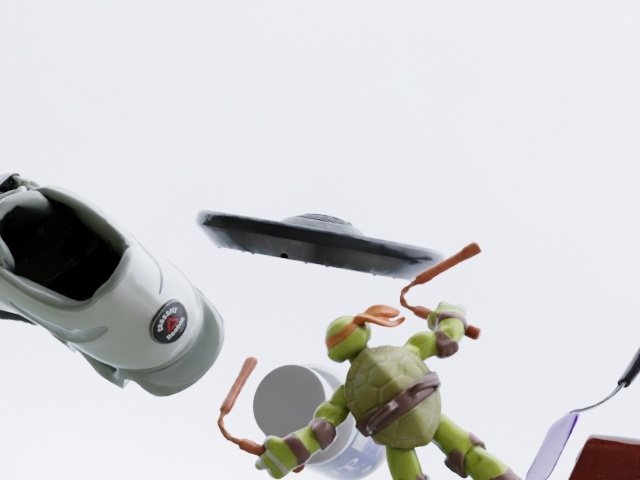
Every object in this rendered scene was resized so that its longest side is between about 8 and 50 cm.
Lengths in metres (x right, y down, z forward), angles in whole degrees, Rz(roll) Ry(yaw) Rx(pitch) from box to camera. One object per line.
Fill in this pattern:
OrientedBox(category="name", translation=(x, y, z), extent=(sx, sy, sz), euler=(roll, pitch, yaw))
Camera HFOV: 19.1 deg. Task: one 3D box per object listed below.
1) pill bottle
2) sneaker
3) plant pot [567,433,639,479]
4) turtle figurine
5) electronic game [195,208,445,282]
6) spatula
OrientedBox(category="pill bottle", translation=(0.000, 0.193, 2.045), extent=(0.112, 0.112, 0.186), euler=(13, -10, 25))
OrientedBox(category="sneaker", translation=(-0.226, -0.002, 1.417), extent=(0.330, 0.122, 0.146), euler=(18, -23, 34))
OrientedBox(category="plant pot", translation=(0.305, 0.312, 1.675), extent=(0.235, 0.267, 0.267), euler=(25, -14, 13))
OrientedBox(category="turtle figurine", translation=(0.074, 0.130, 1.481), extent=(0.217, 0.269, 0.087), euler=(54, -24, 4))
OrientedBox(category="electronic game", translation=(0.000, 0.000, 1.716), extent=(0.229, 0.048, 0.229), euler=(9, -1, 0))
OrientedBox(category="spatula", translation=(0.327, 0.174, 2.182), extent=(0.030, 0.296, 0.084), euler=(48, -25, 0))
